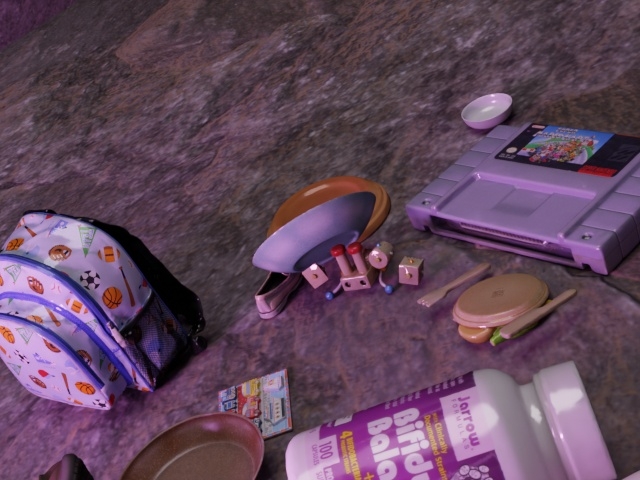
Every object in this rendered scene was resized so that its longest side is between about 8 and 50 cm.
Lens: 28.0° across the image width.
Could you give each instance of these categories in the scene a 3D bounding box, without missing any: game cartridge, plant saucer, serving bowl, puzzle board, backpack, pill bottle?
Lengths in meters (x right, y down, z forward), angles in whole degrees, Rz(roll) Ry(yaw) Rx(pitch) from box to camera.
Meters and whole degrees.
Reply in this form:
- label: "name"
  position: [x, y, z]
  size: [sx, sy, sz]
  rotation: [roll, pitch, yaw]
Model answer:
- label: "game cartridge"
  position: [0.312, -0.071, 1.757]
  size: [0.230, 0.068, 0.355]
  rotation: [-44, 34, -24]
- label: "plant saucer"
  position: [0.007, -0.040, 1.954]
  size: [0.200, 0.037, 0.200]
  rotation: [-19, 29, 11]
- label: "plant saucer"
  position: [0.000, 0.000, 1.774]
  size: [0.195, 0.037, 0.195]
  rotation: [-28, -16, -9]
- label: "serving bowl"
  position: [0.266, -0.199, 2.031]
  size: [0.083, 0.027, 0.083]
  rotation: [-19, 29, 11]
- label: "puzzle board"
  position: [-0.085, 0.214, 1.630]
  size: [0.096, 0.011, 0.128]
  rotation: [-21, 30, 7]
- label: "backpack"
  position: [-0.341, 0.092, 1.766]
  size: [0.276, 0.263, 0.213]
  rotation: [0, 37, 35]
- label: "plant saucer"
  position: [-0.151, 0.287, 1.526]
  size: [0.198, 0.036, 0.198]
  rotation: [-19, 33, 13]
- label: "pill bottle"
  position: [0.131, 0.227, 1.282]
  size: [0.301, 0.169, 0.169]
  rotation: [-21, 29, 8]

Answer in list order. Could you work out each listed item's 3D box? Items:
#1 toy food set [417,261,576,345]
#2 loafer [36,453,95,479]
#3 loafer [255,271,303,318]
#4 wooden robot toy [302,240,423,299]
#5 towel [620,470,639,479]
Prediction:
- label: "toy food set"
  position: [0.222, 0.084, 1.596]
  size: [0.132, 0.038, 0.192]
  rotation: [-28, 23, -21]
- label: "loafer"
  position: [-0.305, 0.375, 1.401]
  size: [0.130, 0.134, 0.366]
  rotation: [-20, 29, 8]
- label: "loafer"
  position: [-0.059, 0.059, 1.836]
  size: [0.045, 0.039, 0.125]
  rotation: [-8, 33, 28]
- label: "wooden robot toy"
  position: [0.065, 0.027, 1.772]
  size: [0.173, 0.076, 0.079]
  rotation: [-8, 22, 27]
- label: "towel"
  position: [0.265, 0.352, 1.095]
  size: [0.317, 0.053, 0.332]
  rotation: [-29, 29, -6]
